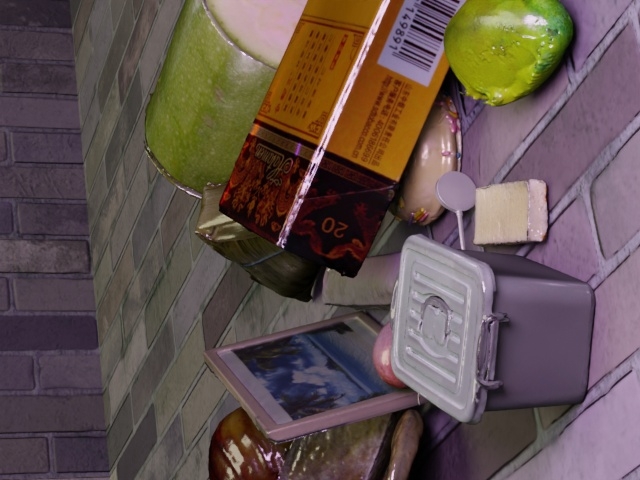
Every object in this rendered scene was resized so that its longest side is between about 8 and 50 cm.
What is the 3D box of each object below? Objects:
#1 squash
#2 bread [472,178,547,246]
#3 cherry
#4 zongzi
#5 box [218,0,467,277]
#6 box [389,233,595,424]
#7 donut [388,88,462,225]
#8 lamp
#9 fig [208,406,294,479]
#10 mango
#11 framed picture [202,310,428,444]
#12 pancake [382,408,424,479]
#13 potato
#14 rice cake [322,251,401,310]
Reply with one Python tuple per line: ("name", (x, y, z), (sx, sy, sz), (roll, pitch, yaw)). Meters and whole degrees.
("squash", (-0.084, -0.233, 2.303), (0.384, 0.263, 0.263), (123, 143, -58))
("bread", (0.203, -0.028, 1.807), (0.153, 0.028, 0.068), (171, 100, -72))
("cherry", (0.107, 0.126, 1.960), (0.087, 0.106, 0.126), (65, 162, -13))
("zongzi", (0.000, 0.000, 2.313), (0.250, 0.274, 0.125), (-12, 51, 33))
("box", (0.035, -0.179, 1.974), (0.415, 0.115, 0.264), (-67, 22, 2))
("box", (0.175, 0.088, 1.722), (0.243, 0.135, 0.163), (-154, 67, -70))
("donut", (0.112, -0.102, 2.015), (0.174, 0.068, 0.175), (180, 90, -70))
("lamp", (0.159, 0.019, 1.897), (0.056, 0.050, 0.198), (128, 139, -63))
("fig", (-0.004, 0.348, 2.197), (0.321, 0.217, 0.217), (53, 142, 30))
("mango", (0.198, -0.208, 1.732), (0.119, 0.100, 0.178), (56, 154, -10))
("framed picture", (-0.001, 0.164, 2.084), (0.315, 0.232, 0.024), (-142, 41, -66))
("pancake", (0.082, 0.300, 1.995), (0.236, 0.042, 0.222), (104, -170, -49))
("potato", (0.022, 0.285, 2.109), (0.261, 0.120, 0.100), (-66, -18, 5))
("rice cake", (0.085, 0.050, 2.091), (0.399, 0.064, 0.070), (170, 106, -71))
